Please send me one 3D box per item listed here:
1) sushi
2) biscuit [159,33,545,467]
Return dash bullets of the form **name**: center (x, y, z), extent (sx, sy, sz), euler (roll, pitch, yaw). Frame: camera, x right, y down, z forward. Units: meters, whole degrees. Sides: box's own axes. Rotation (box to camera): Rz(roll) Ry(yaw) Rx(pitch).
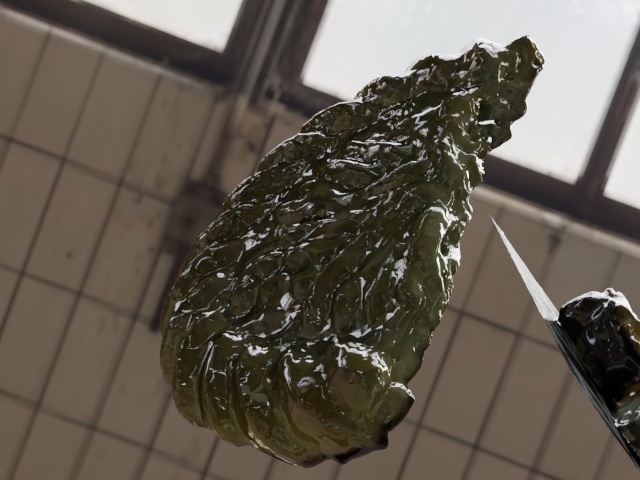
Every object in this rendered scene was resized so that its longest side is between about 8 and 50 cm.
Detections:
- **sushi**: center (0.289, 0.154, 1.237), extent (0.359, 0.064, 0.343), euler (53, 9, -20)
- **biscuit**: center (0.000, 0.000, 0.748), extent (0.187, 0.273, 0.036), euler (-15, -53, 36)
